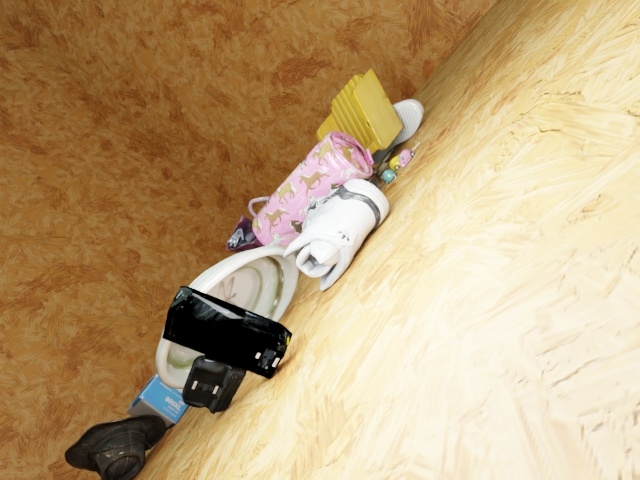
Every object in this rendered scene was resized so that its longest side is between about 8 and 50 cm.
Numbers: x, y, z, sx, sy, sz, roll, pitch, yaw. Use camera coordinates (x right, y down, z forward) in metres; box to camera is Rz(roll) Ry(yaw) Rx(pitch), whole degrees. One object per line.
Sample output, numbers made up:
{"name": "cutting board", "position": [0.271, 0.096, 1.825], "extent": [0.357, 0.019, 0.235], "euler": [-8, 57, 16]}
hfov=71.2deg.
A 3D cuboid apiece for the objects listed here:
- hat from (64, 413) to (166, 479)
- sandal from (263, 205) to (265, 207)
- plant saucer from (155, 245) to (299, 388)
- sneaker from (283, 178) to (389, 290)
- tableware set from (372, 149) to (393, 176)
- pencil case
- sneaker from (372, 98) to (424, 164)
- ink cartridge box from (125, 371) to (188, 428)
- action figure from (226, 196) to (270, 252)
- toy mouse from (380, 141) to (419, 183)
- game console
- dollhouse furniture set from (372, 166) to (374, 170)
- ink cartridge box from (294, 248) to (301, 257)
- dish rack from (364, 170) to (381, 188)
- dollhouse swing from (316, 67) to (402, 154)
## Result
{"name": "hat", "position": [-0.663, 0.718, 1.476], "extent": [0.331, 0.331, 0.134], "euler": [-48, 49, 20]}
{"name": "sandal", "position": [-0.057, -0.149, 1.737], "extent": [0.169, 0.102, 0.416], "euler": [-24, -11, 35]}
{"name": "plant saucer", "position": [-0.222, 0.158, 1.038], "extent": [0.400, 0.100, 0.401], "euler": [-40, -27, -26]}
{"name": "sneaker", "position": [0.000, 0.000, 1.028], "extent": [0.210, 0.137, 0.366], "euler": [-51, 8, -23]}
{"name": "tableware set", "position": [0.207, -0.254, 1.611], "extent": [0.141, 0.020, 0.169], "euler": [-46, 7, 41]}
{"name": "pencil case", "position": [-0.026, -0.124, 1.236], "extent": [0.386, 0.160, 0.167], "euler": [-45, -4, 32]}
{"name": "sneaker", "position": [0.271, -0.426, 1.646], "extent": [0.150, 0.135, 0.366], "euler": [-54, 9, -27]}
{"name": "ink cartridge box", "position": [-0.537, 0.515, 1.740], "extent": [0.285, 0.166, 0.395], "euler": [-43, 11, 48]}
{"name": "action figure", "position": [-0.243, 0.016, 1.916], "extent": [0.370, 0.247, 0.276], "euler": [44, -131, -59]}
{"name": "toy mouse", "position": [0.210, -0.207, 1.239], "extent": [0.161, 0.031, 0.143], "euler": [-46, 8, 38]}
{"name": "game console", "position": [-0.205, 0.236, 0.860], "extent": [0.044, 0.213, 0.361], "euler": [-74, 9, -48]}
{"name": "dollhouse furniture set", "position": [0.163, -0.277, 1.771], "extent": [0.114, 0.081, 0.091], "euler": [-44, 9, 47]}
{"name": "ink cartridge box", "position": [-0.126, 0.014, 1.687], "extent": [0.072, 0.175, 0.127], "euler": [-8, -10, -19]}
{"name": "dish rack", "position": [0.101, -0.120, 1.355], "extent": [0.208, 0.074, 0.271], "euler": [-52, 8, 0]}
{"name": "dollhouse swing", "position": [0.054, -0.349, 1.569], "extent": [0.304, 0.315, 0.347], "euler": [-30, 3, -22]}
